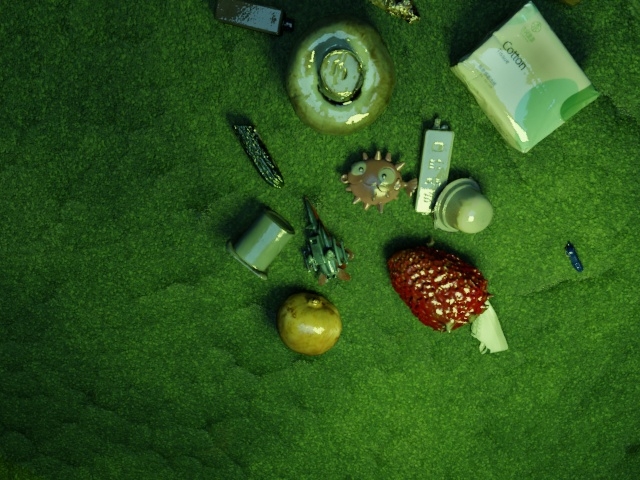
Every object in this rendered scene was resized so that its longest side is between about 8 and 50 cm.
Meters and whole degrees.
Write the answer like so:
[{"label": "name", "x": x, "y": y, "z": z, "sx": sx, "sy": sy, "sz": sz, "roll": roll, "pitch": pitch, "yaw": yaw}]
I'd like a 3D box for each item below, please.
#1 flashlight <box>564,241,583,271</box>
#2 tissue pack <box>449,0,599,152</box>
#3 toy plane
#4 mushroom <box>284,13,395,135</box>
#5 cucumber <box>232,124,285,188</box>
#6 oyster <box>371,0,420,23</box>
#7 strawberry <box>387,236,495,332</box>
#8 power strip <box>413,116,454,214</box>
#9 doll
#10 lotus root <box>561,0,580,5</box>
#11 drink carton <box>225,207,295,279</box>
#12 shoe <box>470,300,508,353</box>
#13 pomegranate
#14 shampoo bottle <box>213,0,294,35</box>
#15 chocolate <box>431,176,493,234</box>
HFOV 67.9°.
[{"label": "flashlight", "x": 0.900, "y": 0.064, "z": 1.695, "sx": 0.035, "sy": 0.057, "sz": 0.121, "roll": -15, "pitch": 118, "yaw": 45}, {"label": "tissue pack", "x": 0.611, "y": -0.487, "z": 1.451, "sx": 0.266, "sy": 0.194, "sz": 0.356, "roll": -40, "pitch": 101, "yaw": 16}, {"label": "toy plane", "x": -0.004, "y": 0.003, "z": 1.699, "sx": 0.223, "sy": 0.104, "sz": 0.326, "roll": -15, "pitch": 105, "yaw": 38}, {"label": "mushroom", "x": 0.061, "y": -0.497, "z": 1.451, "sx": 0.352, "sy": 0.260, "sz": 0.352, "roll": -1, "pitch": 109, "yaw": -2}, {"label": "cucumber", "x": -0.208, "y": -0.288, "z": 1.635, "sx": 0.077, "sy": 0.077, "sz": 0.265, "roll": -24, "pitch": 105, "yaw": 11}, {"label": "oyster", "x": 0.182, "y": -0.799, "z": 1.449, "sx": 0.129, "sy": 0.078, "sz": 0.345, "roll": -44, "pitch": 98, "yaw": 7}, {"label": "strawberry", "x": 0.410, "y": 0.144, "z": 1.650, "sx": 0.292, "sy": 0.292, "sz": 0.343, "roll": -35, "pitch": 90, "yaw": 14}, {"label": "power strip", "x": 0.384, "y": -0.244, "z": 1.616, "sx": 0.098, "sy": 0.058, "sz": 0.338, "roll": 5, "pitch": 108, "yaw": 2}, {"label": "doll", "x": 0.199, "y": -0.200, "z": 1.624, "sx": 0.262, "sy": 0.093, "sz": 0.211, "roll": 14, "pitch": 102, "yaw": 2}, {"label": "lotus root", "x": 0.721, "y": -0.803, "z": 1.381, "sx": 0.124, "sy": 0.123, "sz": 0.241, "roll": -35, "pitch": 101, "yaw": -16}, {"label": "drink carton", "x": -0.204, "y": 0.000, "z": 1.673, "sx": 0.191, "sy": 0.185, "sz": 0.189, "roll": 39, "pitch": 103, "yaw": -7}, {"label": "shoe", "x": 0.605, "y": 0.315, "z": 1.765, "sx": 0.110, "sy": 0.095, "sz": 0.265, "roll": -26, "pitch": 107, "yaw": 12}, {"label": "pomegranate", "x": -0.043, "y": 0.300, "z": 1.736, "sx": 0.248, "sy": 0.248, "sz": 0.248, "roll": 1, "pitch": 108, "yaw": 3}, {"label": "shampoo bottle", "x": -0.204, "y": -0.703, "z": 1.496, "sx": 0.246, "sy": 0.080, "sz": 0.079, "roll": 13, "pitch": 110, "yaw": 0}, {"label": "chocolate", "x": 0.487, "y": -0.096, "z": 1.580, "sx": 0.221, "sy": 0.147, "sz": 0.221, "roll": -6, "pitch": 114, "yaw": -14}]
